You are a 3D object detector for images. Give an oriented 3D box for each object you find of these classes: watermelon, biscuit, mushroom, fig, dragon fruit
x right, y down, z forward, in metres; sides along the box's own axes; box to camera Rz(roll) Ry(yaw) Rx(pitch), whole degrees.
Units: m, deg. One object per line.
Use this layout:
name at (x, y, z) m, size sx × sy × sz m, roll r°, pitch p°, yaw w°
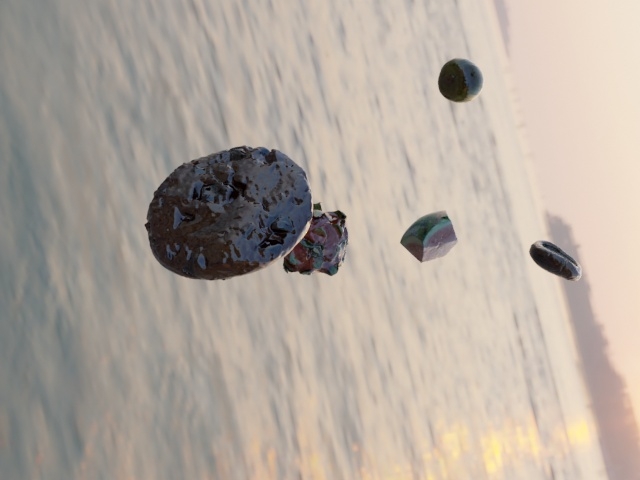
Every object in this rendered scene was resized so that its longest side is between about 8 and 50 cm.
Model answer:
watermelon at (0.169, -0.005, 1.872) m, size 0.092 × 0.084 × 0.072 m, roll -159°, pitch -124°, yaw -70°
biscuit at (-0.100, -0.032, 1.306) m, size 0.049 × 0.192 × 0.192 m, roll 73°, pitch 9°, yaw -50°
mushroom at (0.495, 0.045, 2.502) m, size 0.123 × 0.052 × 0.123 m, roll 27°, pitch 18°, yaw -9°
fig at (0.236, -0.262, 1.951) m, size 0.088 × 0.074 × 0.074 m, roll -2°, pitch 76°, yaw -46°
dragon fruit at (-0.002, -0.004, 2.353) m, size 0.236 × 0.135 × 0.137 m, roll -23°, pitch 123°, yaw -62°
